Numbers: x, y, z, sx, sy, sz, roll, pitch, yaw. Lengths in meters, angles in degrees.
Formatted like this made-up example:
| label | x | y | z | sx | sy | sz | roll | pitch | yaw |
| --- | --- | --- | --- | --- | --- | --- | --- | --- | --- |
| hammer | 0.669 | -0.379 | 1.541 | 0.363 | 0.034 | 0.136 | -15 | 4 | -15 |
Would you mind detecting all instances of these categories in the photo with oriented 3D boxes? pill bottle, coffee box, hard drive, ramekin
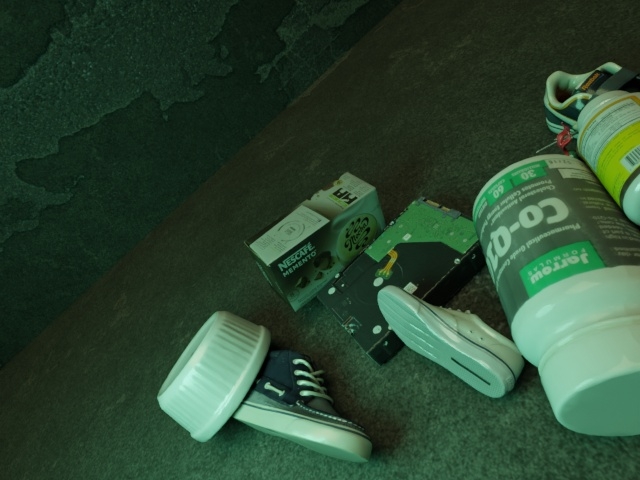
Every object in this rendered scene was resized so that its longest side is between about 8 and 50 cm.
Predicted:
| label | x | y | z | sx | sy | sz | roll | pitch | yaw |
| --- | --- | --- | --- | --- | --- | --- | --- | --- | --- |
| pill bottle | 0.354 | 0.056 | 0.581 | 0.204 | 0.204 | 0.360 | -25 | 37 | 23 |
| coffee box | 0.000 | 0.000 | 0.966 | 0.297 | 0.168 | 0.119 | -36 | 42 | -15 |
| pill bottle | 0.432 | -0.121 | 0.563 | 0.117 | 0.117 | 0.214 | -24 | 35 | 25 |
| hard drive | 0.172 | 0.067 | 0.879 | 0.339 | 0.064 | 0.237 | -45 | 34 | -4 |
| ramekin | -0.235 | 0.277 | 0.908 | 0.272 | 0.127 | 0.273 | -51 | 11 | 14 |

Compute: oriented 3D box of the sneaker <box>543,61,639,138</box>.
| label | x | y | z | sx | sy | sz | roll | pitch | yaw |
| --- | --- | --- | --- | --- | --- | --- | --- | --- | --- |
| sneaker | 0.564 | -0.252 | 0.794 | 0.126 | 0.127 | 0.321 | -43 | 35 | -4 |

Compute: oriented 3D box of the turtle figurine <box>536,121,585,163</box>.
| label | x | y | z | sx | sy | sz | roll | pitch | yaw |
| --- | --- | --- | --- | --- | --- | --- | --- | --- | --- |
| turtle figurine | 0.503 | -0.153 | 0.706 | 0.234 | 0.118 | 0.175 | -18 | 76 | 31 |

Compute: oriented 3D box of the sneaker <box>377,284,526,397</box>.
| label | x | y | z | sx | sy | sz | roll | pitch | yaw |
| --- | --- | --- | --- | --- | --- | --- | --- | --- | --- |
| sneaker | 0.212 | 0.151 | 0.699 | 0.091 | 0.094 | 0.258 | -28 | 48 | -33 |

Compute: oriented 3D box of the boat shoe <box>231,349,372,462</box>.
| label | x | y | z | sx | sy | sz | roll | pitch | yaw |
| --- | --- | --- | --- | --- | --- | --- | --- | --- | --- |
| boat shoe | -0.031 | 0.285 | 0.770 | 0.341 | 0.127 | 0.158 | -9 | 47 | 45 |
